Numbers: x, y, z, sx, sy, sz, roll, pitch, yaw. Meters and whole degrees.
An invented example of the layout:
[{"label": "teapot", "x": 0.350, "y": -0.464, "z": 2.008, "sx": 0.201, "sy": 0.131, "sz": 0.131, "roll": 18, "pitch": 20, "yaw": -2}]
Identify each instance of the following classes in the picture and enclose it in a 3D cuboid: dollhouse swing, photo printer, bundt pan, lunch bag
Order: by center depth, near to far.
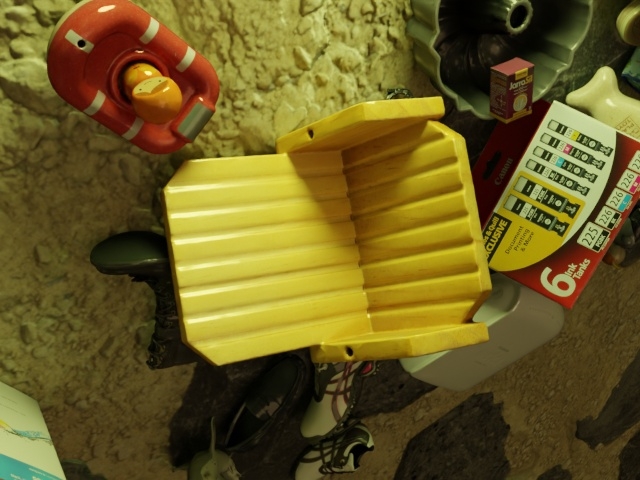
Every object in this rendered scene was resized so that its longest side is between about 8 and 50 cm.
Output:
[{"label": "dollhouse swing", "x": 0.000, "y": 0.000, "z": 0.980, "sx": 0.305, "sy": 0.315, "sz": 0.346, "roll": -5, "pitch": 84, "yaw": -42}, {"label": "bundt pan", "x": 0.272, "y": -0.365, "z": 1.123, "sx": 0.331, "sy": 0.124, "sz": 0.330, "roll": -16, "pitch": 126, "yaw": -24}, {"label": "lunch bag", "x": 0.689, "y": -0.352, "z": 1.436, "sx": 0.151, "sy": 0.096, "sz": 0.128, "roll": 12, "pitch": 109, "yaw": -54}, {"label": "photo printer", "x": 0.340, "y": 0.186, "z": 1.462, "sx": 0.308, "sy": 0.107, "sz": 0.256, "roll": -37, "pitch": 142, "yaw": 21}]

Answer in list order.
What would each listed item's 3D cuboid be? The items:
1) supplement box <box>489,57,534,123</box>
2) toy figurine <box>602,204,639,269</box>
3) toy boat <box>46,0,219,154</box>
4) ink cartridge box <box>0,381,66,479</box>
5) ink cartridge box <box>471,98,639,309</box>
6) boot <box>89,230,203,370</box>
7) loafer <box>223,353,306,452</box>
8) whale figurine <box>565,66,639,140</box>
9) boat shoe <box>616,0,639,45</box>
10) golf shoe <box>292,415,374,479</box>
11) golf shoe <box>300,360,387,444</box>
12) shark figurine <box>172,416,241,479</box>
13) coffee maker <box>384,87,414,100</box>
[{"label": "supplement box", "x": 0.297, "y": -0.233, "z": 1.111, "sx": 0.055, "sy": 0.043, "sz": 0.083, "roll": -24, "pitch": 129, "yaw": -18}, {"label": "toy figurine", "x": 0.525, "y": -0.050, "z": 1.437, "sx": 0.213, "sy": 0.209, "sz": 0.148, "roll": 15, "pitch": 115, "yaw": -38}, {"label": "toy boat", "x": -0.219, "y": -0.192, "z": 0.886, "sx": 0.231, "sy": 0.151, "sz": 0.151, "roll": 33, "pitch": 97, "yaw": -42}, {"label": "ink cartridge box", "x": -0.483, "y": 0.320, "z": 0.985, "sx": 0.171, "sy": 0.233, "sz": 0.168, "roll": -44, "pitch": 135, "yaw": -2}, {"label": "ink cartridge box", "x": 0.399, "y": -0.082, "z": 1.281, "sx": 0.309, "sy": 0.272, "sz": 0.130, "roll": -65, "pitch": 169, "yaw": 16}, {"label": "boot", "x": -0.237, "y": 0.105, "z": 1.108, "sx": 0.263, "sy": 0.091, "sz": 0.228, "roll": 0, "pitch": 118, "yaw": -36}, {"label": "loafer", "x": -0.103, "y": 0.308, "z": 1.330, "sx": 0.223, "sy": 0.076, "sz": 0.078, "roll": -56, "pitch": 156, "yaw": 13}, {"label": "whale figurine", "x": 0.604, "y": -0.211, "z": 1.400, "sx": 0.216, "sy": 0.272, "sz": 0.141, "roll": -43, "pitch": 179, "yaw": 23}, {"label": "boat shoe", "x": 0.652, "y": -0.461, "z": 1.335, "sx": 0.302, "sy": 0.098, "sz": 0.109, "roll": -32, "pitch": 145, "yaw": -15}, {"label": "golf shoe", "x": 0.027, "y": 0.465, "z": 1.515, "sx": 0.198, "sy": 0.094, "sz": 0.077, "roll": -43, "pitch": 134, "yaw": -1}, {"label": "golf shoe", "x": 0.022, "y": 0.268, "z": 1.397, "sx": 0.120, "sy": 0.105, "sz": 0.272, "roll": 30, "pitch": 95, "yaw": -24}, {"label": "shark figurine", "x": -0.216, "y": 0.446, "z": 1.359, "sx": 0.116, "sy": 0.166, "sz": 0.278, "roll": -15, "pitch": 149, "yaw": 5}, {"label": "coffee maker", "x": 0.160, "y": -0.131, "z": 1.188, "sx": 0.178, "sy": 0.120, "sz": 0.171, "roll": 47, "pitch": 58, "yaw": -56}]
